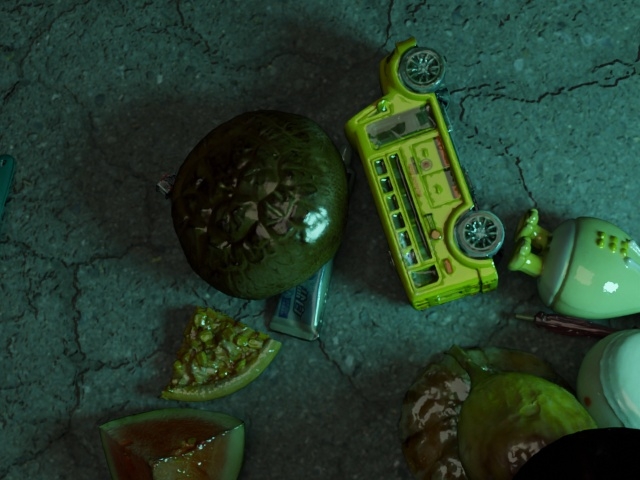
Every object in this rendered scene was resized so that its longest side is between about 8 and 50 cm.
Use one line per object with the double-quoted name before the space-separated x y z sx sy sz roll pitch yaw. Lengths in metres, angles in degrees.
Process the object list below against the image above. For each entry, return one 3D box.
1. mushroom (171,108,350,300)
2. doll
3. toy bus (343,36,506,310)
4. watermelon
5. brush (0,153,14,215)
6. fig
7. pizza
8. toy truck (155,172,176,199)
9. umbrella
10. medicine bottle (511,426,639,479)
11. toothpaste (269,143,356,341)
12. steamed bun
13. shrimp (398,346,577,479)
"mushroom" -0.076 -0.048 1.375 0.253 0.153 0.253 -8 72 26
"doll" 0.379 0.044 1.316 0.296 0.117 0.141 12 43 9
"toy bus" 0.128 -0.084 1.370 0.152 0.144 0.330 -19 78 6
"watermelon" -0.177 0.285 1.371 0.145 0.137 0.193 -22 73 -33
"brush" -0.466 -0.031 1.512 0.043 0.032 0.193 6 67 15
"fig" 0.215 0.207 1.258 0.159 0.159 0.257 -37 44 0
"pizza" -0.139 0.144 1.416 0.178 0.041 0.131 -13 75 6
"toy truck" -0.206 -0.075 1.449 0.024 0.083 0.032 44 82 -3
"umbrella" 0.329 0.110 1.359 0.165 0.025 0.027 11 61 8
"medicine bottle" 0.362 0.365 1.115 0.242 0.395 0.242 -24 46 27
"toothpaste" -0.001 0.000 1.425 0.069 0.047 0.268 16 84 1
"steamed bun" 0.403 0.202 1.264 0.228 0.131 0.177 24 59 -5
"shrimp" 0.262 0.279 1.317 0.365 0.071 0.233 40 81 19
